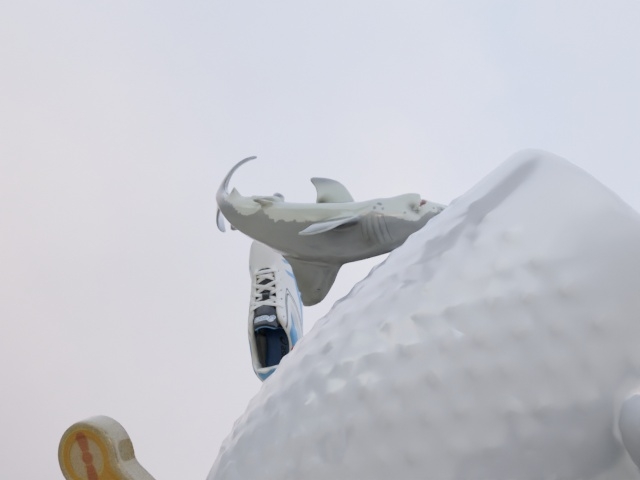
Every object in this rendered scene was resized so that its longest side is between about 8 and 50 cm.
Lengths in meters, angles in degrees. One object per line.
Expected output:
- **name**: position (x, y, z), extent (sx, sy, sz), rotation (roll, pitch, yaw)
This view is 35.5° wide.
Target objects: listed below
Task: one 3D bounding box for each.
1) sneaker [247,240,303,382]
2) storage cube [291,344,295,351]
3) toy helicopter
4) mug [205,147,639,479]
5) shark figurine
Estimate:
- **sneaker**: position (-0.069, 0.096, 1.462), extent (0.085, 0.237, 0.086), rotation (-11, -21, 12)
- **storage cube**: position (0.112, 0.177, 1.235), extent (0.193, 0.183, 0.215), rotation (-32, -115, 29)
- **toy helicopter**: position (-0.153, 0.330, 1.040), extent (0.355, 0.140, 0.235), rotation (41, -70, 19)
- **mug**: position (0.098, 0.152, 0.608), extent (0.276, 0.328, 0.374), rotation (51, -2, -9)
- **shark figurine**: position (-0.029, 0.002, 0.972), extent (0.278, 0.166, 0.116), rotation (10, -66, 32)
